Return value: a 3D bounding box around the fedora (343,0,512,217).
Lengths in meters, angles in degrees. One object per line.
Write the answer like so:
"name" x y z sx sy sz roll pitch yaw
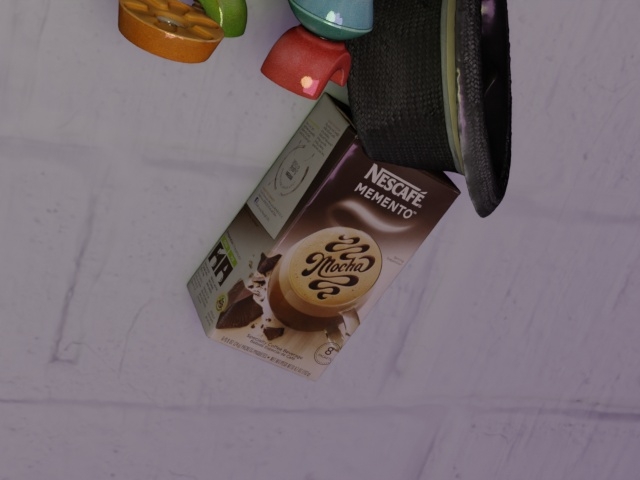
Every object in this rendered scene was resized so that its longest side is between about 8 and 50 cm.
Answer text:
"fedora" 0.112 -0.182 1.209 0.152 0.334 0.334 -3 127 16

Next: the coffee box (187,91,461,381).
"coffee box" 0.000 0.000 1.355 0.168 0.119 0.297 26 109 -32

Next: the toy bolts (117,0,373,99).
"toy bolts" -0.058 -0.247 1.079 0.228 0.218 0.158 27 115 7
